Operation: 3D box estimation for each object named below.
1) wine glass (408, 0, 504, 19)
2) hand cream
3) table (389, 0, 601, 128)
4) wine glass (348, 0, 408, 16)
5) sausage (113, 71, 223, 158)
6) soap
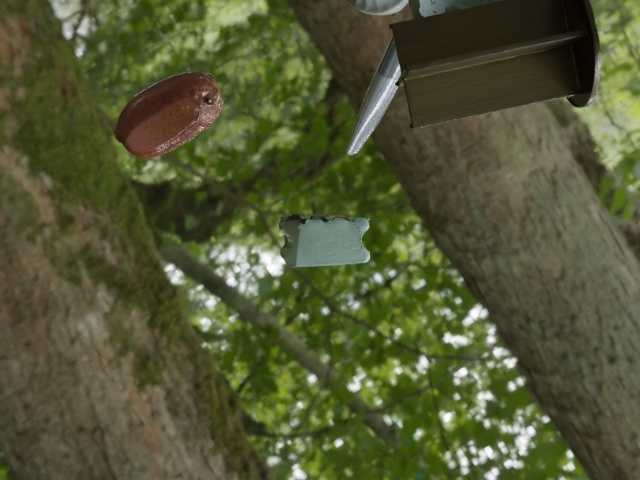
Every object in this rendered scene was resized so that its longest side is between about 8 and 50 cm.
[{"bbox_3d":[0.215,-0.485,1.284,0.190,0.357,0.190,-9,-179,0],"label":"wine glass"},{"bbox_3d":[0.107,-0.263,1.436,0.079,0.048,0.255,-36,155,-60],"label":"hand cream"},{"bbox_3d":[0.209,-0.227,1.017,0.227,0.167,0.167,-12,-170,1],"label":"table"},{"bbox_3d":[0.078,-0.493,1.439,0.165,0.165,0.196,-27,174,25],"label":"wine glass"},{"bbox_3d":[-0.320,-0.265,1.713,0.254,0.148,0.148,-26,-170,7],"label":"sausage"},{"bbox_3d":[0.000,0.000,1.500,0.150,0.094,0.261,2,-179,-5],"label":"soap"}]
